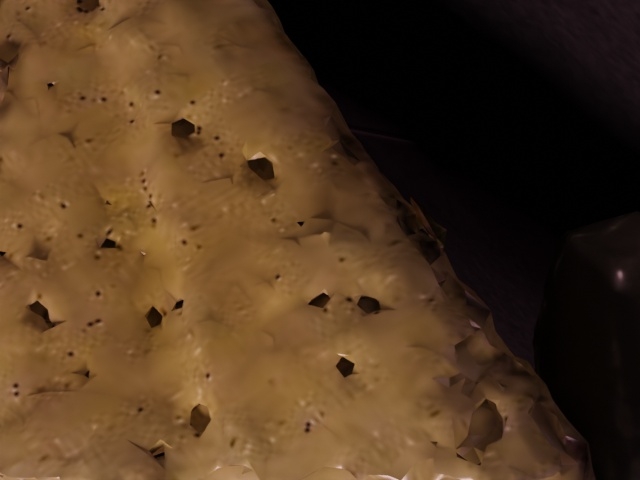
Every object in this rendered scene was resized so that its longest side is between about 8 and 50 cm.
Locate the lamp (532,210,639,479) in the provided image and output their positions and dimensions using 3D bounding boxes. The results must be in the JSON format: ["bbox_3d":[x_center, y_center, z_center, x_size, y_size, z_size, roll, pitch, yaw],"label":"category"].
[{"bbox_3d":[0.130,0.073,0.698,0.101,0.101,0.250,32,157,40],"label":"lamp"}]

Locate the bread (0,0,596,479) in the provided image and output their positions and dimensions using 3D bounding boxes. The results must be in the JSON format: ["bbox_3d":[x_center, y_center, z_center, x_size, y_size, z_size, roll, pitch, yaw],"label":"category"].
[{"bbox_3d":[0.000,0.000,0.712,0.279,0.315,0.248,9,158,15],"label":"bread"}]
